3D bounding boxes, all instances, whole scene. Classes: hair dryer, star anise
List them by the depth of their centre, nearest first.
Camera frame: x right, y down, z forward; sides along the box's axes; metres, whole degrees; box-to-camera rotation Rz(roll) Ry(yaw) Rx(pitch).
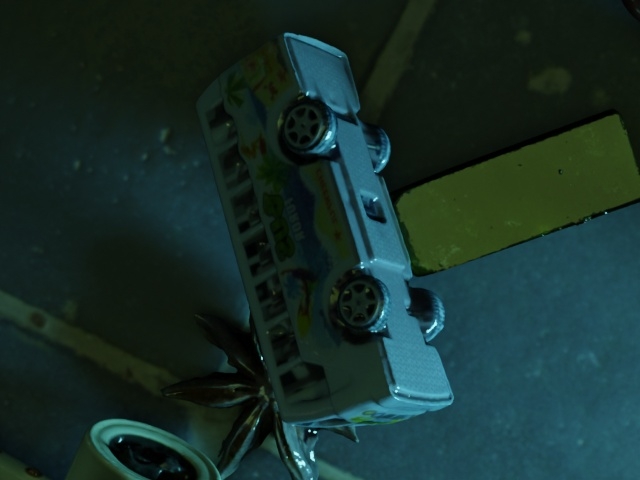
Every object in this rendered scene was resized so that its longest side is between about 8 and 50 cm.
[{"bbox_3d":[-0.048,0.132,1.738,0.180,0.061,0.204,-32,89,14],"label":"star anise"},{"bbox_3d":[-0.280,0.213,1.740,0.362,0.128,0.203,28,107,12],"label":"hair dryer"}]

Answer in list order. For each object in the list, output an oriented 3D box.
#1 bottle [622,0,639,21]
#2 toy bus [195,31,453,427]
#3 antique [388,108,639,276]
[{"bbox_3d":[0.353,-0.211,1.635,0.336,0.144,0.144,27,96,2],"label":"bottle"},{"bbox_3d":[0.000,0.000,1.643,0.136,0.109,0.330,-27,68,28],"label":"toy bus"},{"bbox_3d":[0.161,-0.039,1.699,0.221,0.080,0.081,-19,92,7],"label":"antique"}]
